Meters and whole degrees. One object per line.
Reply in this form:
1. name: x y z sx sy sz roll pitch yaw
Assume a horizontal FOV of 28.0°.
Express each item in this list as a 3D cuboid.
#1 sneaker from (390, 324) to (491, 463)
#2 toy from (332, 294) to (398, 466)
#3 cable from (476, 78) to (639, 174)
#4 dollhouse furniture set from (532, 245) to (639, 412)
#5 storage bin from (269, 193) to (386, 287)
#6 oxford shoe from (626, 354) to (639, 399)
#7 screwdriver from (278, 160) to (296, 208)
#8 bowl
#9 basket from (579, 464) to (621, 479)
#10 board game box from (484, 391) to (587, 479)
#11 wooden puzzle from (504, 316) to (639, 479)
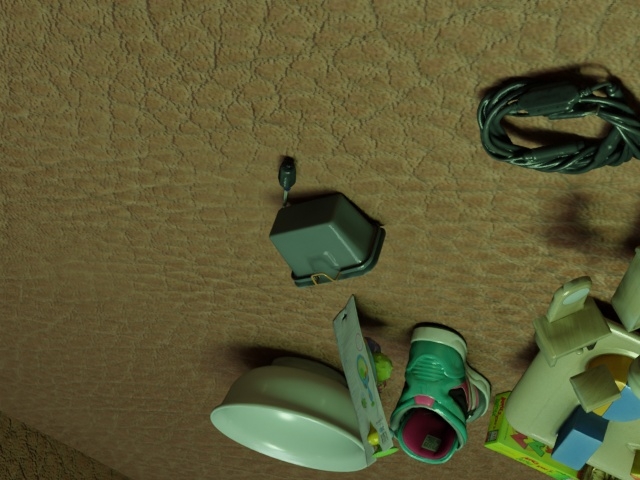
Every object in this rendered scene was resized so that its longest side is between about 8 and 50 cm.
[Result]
1. sneaker: 0.194 0.273 2.032 0.124 0.178 0.295 5 153 24
2. toy: 0.080 0.213 1.965 0.056 0.237 0.137 -5 159 -17
3. cable: 0.252 -0.118 1.349 0.184 0.047 0.150 -10 149 41
4. dollhouse furniture set: 0.454 0.173 1.430 0.303 0.355 0.174 -21 157 -9
5. storage bin: 0.000 0.000 1.688 0.135 0.098 0.091 -13 133 35
6. oxford shoe: 0.606 0.184 1.590 0.450 0.169 0.130 10 118 1
7. screwdriver: -0.042 -0.064 1.679 0.025 0.024 0.170 -13 161 -3
8. bowl: -0.036 0.296 2.284 0.298 0.134 0.298 15 155 7
9. basket: 0.555 0.422 1.984 0.299 0.213 0.223 13 133 4
10. board game box: 0.366 0.331 2.143 0.181 0.092 0.043 26 154 -19
11. wooden puzzle: 0.450 0.265 1.809 0.348 0.080 0.322 28 143 6
